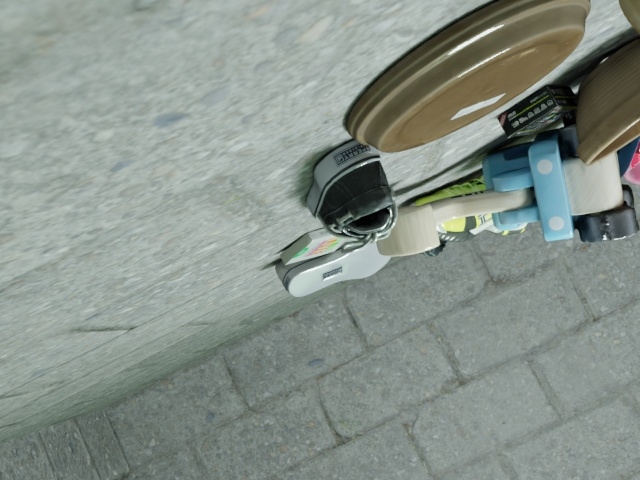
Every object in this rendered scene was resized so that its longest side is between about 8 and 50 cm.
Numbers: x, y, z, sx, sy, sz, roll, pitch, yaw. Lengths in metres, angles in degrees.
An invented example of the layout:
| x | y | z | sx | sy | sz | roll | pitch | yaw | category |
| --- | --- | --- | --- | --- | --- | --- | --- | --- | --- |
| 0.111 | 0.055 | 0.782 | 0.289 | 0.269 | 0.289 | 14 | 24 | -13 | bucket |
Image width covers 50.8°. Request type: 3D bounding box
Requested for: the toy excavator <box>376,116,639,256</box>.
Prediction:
| x | y | z | sx | sy | sz | roll | pitch | yaw | category |
| --- | --- | --- | --- | --- | --- | --- | --- | --- | --- |
| 0.361 | -0.084 | 1.308 | 0.444 | 0.223 | 0.433 | -11 | -168 | 26 | toy excavator |

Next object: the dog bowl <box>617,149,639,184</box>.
| x | y | z | sx | sy | sz | roll | pitch | yaw | category |
| --- | --- | --- | --- | --- | --- | --- | --- | --- | --- |
| 0.862 | -0.243 | 1.539 | 0.407 | 0.151 | 0.408 | -2 | 166 | 0 | dog bowl |

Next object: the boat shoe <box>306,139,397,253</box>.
| x | y | z | sx | sy | sz | roll | pitch | yaw | category |
| --- | --- | --- | --- | --- | --- | --- | --- | --- | --- |
| 0.053 | -0.044 | 0.918 | 0.113 | 0.105 | 0.306 | -25 | 172 | -9 | boat shoe |

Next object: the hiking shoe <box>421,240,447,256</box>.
| x | y | z | sx | sy | sz | roll | pitch | yaw | category |
| --- | --- | --- | --- | --- | --- | --- | --- | --- | --- |
| 0.310 | -0.048 | 1.853 | 0.132 | 0.113 | 0.304 | 5 | -161 | 34 | hiking shoe |

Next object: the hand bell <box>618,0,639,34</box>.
| x | y | z | sx | sy | sz | roll | pitch | yaw | category |
| --- | --- | --- | --- | --- | --- | --- | --- | --- | --- |
| 0.400 | -0.284 | 0.600 | 0.126 | 0.126 | 0.242 | -21 | 158 | -35 | hand bell |

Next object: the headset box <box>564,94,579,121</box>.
| x | y | z | sx | sy | sz | roll | pitch | yaw | category |
| --- | --- | --- | --- | --- | --- | --- | --- | --- | --- |
| 0.493 | -0.256 | 1.232 | 0.062 | 0.032 | 0.083 | -23 | 173 | -26 | headset box |

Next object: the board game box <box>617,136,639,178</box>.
| x | y | z | sx | sy | sz | roll | pitch | yaw | category |
| --- | --- | --- | --- | --- | --- | --- | --- | --- | --- |
| 0.666 | -0.203 | 1.414 | 0.133 | 0.033 | 0.169 | -45 | 151 | -73 | board game box |

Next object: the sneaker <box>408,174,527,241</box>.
| x | y | z | sx | sy | sz | roll | pitch | yaw | category |
| --- | --- | --- | --- | --- | --- | --- | --- | --- | --- |
| 0.353 | -0.096 | 1.558 | 0.384 | 0.145 | 0.147 | -9 | 130 | -37 | sneaker |

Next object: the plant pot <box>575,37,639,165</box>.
| x | y | z | sx | sy | sz | roll | pitch | yaw | category |
| --- | --- | --- | --- | --- | --- | --- | --- | --- | --- |
| 0.475 | -0.227 | 1.028 | 0.237 | 0.110 | 0.237 | -32 | 167 | -9 | plant pot |

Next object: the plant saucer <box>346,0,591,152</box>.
| x | y | z | sx | sy | sz | roll | pitch | yaw | category |
| --- | --- | --- | --- | --- | --- | --- | --- | --- | --- |
| 0.158 | -0.167 | 0.706 | 0.277 | 0.041 | 0.278 | -27 | 173 | -4 | plant saucer |

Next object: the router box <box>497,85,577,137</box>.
| x | y | z | sx | sy | sz | roll | pitch | yaw | category |
| --- | --- | --- | --- | --- | --- | --- | --- | --- | --- |
| 0.349 | -0.206 | 1.073 | 0.092 | 0.038 | 0.122 | -32 | 171 | 36 | router box |

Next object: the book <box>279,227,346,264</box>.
| x | y | z | sx | sy | sz | roll | pitch | yaw | category |
| --- | --- | --- | --- | --- | --- | --- | --- | --- | --- |
| 0.000 | 0.000 | 1.324 | 0.144 | 0.035 | 0.096 | -16 | 163 | -46 | book |

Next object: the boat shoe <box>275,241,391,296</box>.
| x | y | z | sx | sy | sz | roll | pitch | yaw | category |
| --- | --- | --- | --- | --- | --- | --- | --- | --- | --- |
| 0.030 | 0.042 | 1.456 | 0.267 | 0.088 | 0.096 | -21 | 134 | -21 | boat shoe |
